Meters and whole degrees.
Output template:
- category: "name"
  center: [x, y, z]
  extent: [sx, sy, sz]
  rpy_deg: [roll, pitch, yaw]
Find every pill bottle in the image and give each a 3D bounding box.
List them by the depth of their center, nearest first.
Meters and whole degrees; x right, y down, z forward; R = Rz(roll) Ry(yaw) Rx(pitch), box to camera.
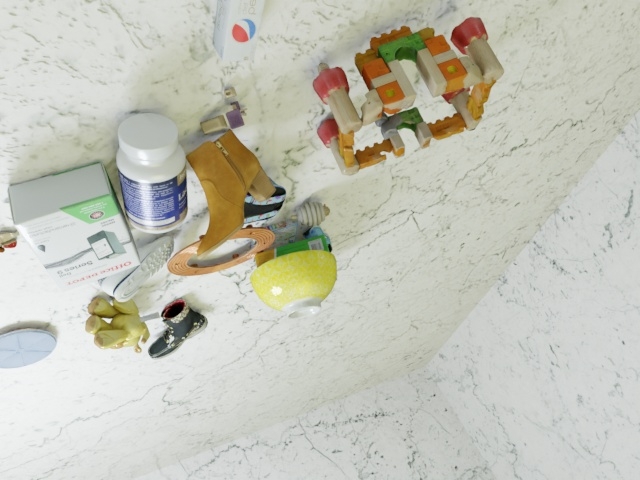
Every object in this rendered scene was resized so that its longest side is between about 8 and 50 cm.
- category: "pill bottle"
  center: [-0.388, -0.152, 1.224]
  extent: [0.153, 0.153, 0.265]
  rpy_deg: [-16, 146, -23]

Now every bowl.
- category: "bowl"
  center: [-0.072, 0.162, 1.704]
  extent: [0.289, 0.156, 0.289]
  rpy_deg: [-13, 158, -5]

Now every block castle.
- category: "block castle"
  center: [0.210, -0.380, 1.369]
  extent: [0.453, 0.213, 0.303]
  rpy_deg: [-21, 160, -4]

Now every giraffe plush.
- category: "giraffe plush"
  center: [-0.616, 0.274, 1.641]
  extent: [0.210, 0.182, 0.170]
  rpy_deg: [5, 149, -20]

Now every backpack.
- category: "backpack"
  center: [-0.190, -0.123, 1.470]
  extent: [0.173, 0.117, 0.158]
  rpy_deg: [-10, 143, -30]

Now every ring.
- category: "ring"
  center: [-0.300, 0.029, 1.603]
  extent: [0.336, 0.032, 0.336]
  rpy_deg: [-20, 164, -6]

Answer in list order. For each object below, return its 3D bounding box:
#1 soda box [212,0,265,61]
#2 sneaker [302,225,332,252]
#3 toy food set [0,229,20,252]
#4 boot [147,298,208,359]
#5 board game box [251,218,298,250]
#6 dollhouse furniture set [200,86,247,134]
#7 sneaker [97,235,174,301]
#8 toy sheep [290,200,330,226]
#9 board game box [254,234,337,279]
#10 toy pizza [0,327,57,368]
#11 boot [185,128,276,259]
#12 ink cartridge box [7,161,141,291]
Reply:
- category: "soda box"
  center: [-0.159, -0.469, 1.050]
  extent: [0.073, 0.069, 0.216]
  rpy_deg: [-12, 145, -29]
- category: "sneaker"
  center: [0.000, 0.000, 1.853]
  extent: [0.063, 0.073, 0.162]
  rpy_deg: [-40, 148, 15]
- category: "toy food set"
  center: [-0.782, 0.010, 1.254]
  extent: [0.122, 0.019, 0.078]
  rpy_deg: [-18, 148, -35]
- category: "boot"
  center: [-0.526, 0.306, 1.834]
  extent: [0.236, 0.085, 0.179]
  rpy_deg: [-34, 147, -8]
- category: "board game box"
  center: [-0.153, -0.013, 1.748]
  extent: [0.154, 0.026, 0.103]
  rpy_deg: [-17, 146, -22]
- category: "dollhouse furniture set"
  center: [-0.236, -0.309, 1.273]
  extent: [0.114, 0.091, 0.081]
  rpy_deg: [-15, -165, 16]
- category: "sneaker"
  center: [-0.510, 0.060, 1.474]
  extent: [0.235, 0.094, 0.090]
  rpy_deg: [-47, 155, -30]
- category: "toy sheep"
  center: [-0.031, -0.084, 1.699]
  extent: [0.132, 0.091, 0.091]
  rpy_deg: [-16, 147, -13]
- category: "board game box"
  center: [-0.077, 0.096, 1.838]
  extent: [0.242, 0.064, 0.316]
  rpy_deg: [-16, 158, 0]
- category: "toy pizza"
  center: [-0.900, 0.318, 1.579]
  extent: [0.201, 0.032, 0.201]
  rpy_deg: [-21, 148, -14]
- category: "boot"
  center: [-0.260, -0.119, 1.282]
  extent: [0.295, 0.211, 0.104]
  rpy_deg: [-51, -162, -29]
- category: "ink cartridge box"
  center: [-0.578, -0.026, 1.274]
  extent: [0.211, 0.122, 0.289]
  rpy_deg: [-21, 148, -16]
